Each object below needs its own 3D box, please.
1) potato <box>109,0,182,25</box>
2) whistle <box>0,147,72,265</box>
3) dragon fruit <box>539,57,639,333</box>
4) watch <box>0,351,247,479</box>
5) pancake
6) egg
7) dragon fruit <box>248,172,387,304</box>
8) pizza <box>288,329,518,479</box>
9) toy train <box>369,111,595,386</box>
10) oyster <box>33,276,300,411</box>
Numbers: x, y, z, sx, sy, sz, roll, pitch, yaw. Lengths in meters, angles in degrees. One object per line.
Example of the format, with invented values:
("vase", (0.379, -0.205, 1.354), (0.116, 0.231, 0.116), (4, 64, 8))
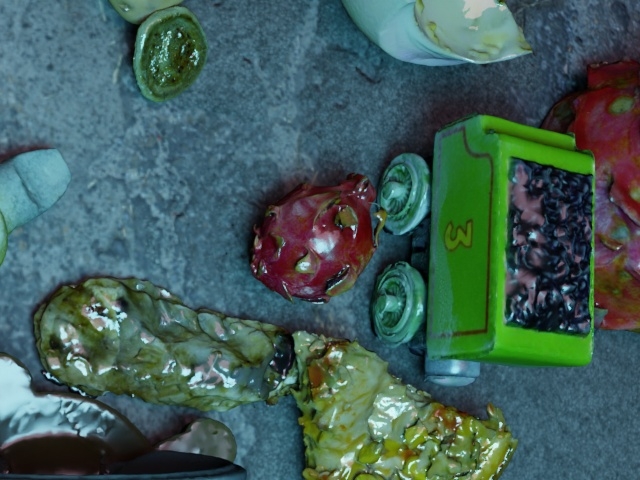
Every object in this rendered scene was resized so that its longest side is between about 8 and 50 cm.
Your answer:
("potato", (-0.160, -0.352, 1.053), (0.235, 0.128, 0.161), (-58, 138, -20))
("whistle", (-0.335, -0.024, 0.953), (0.123, 0.123, 0.223), (55, 44, -8))
("dragon fruit", (0.468, -0.065, 1.266), (0.370, 0.249, 0.386), (34, 66, -12))
("watch", (-0.187, 0.256, 0.831), (0.335, 0.327, 0.314), (7, 82, -26))
("pancake", (-0.163, -0.201, 1.069), (0.108, 0.017, 0.108), (-32, 135, -38))
("egg", (0.111, -0.301, 1.172), (0.271, 0.161, 0.206), (38, 27, -50))
("dragon fruit", (0.000, 0.000, 1.086), (0.166, 0.136, 0.133), (-47, 136, -16))
("pizza", (0.094, 0.217, 1.070), (0.251, 0.074, 0.288), (-12, 104, -18))
("toy train", (0.179, 0.006, 1.102), (0.173, 0.249, 0.308), (10, 77, -26))
("oyster", (-0.127, 0.113, 1.040), (0.344, 0.078, 0.129), (12, 68, -21))
